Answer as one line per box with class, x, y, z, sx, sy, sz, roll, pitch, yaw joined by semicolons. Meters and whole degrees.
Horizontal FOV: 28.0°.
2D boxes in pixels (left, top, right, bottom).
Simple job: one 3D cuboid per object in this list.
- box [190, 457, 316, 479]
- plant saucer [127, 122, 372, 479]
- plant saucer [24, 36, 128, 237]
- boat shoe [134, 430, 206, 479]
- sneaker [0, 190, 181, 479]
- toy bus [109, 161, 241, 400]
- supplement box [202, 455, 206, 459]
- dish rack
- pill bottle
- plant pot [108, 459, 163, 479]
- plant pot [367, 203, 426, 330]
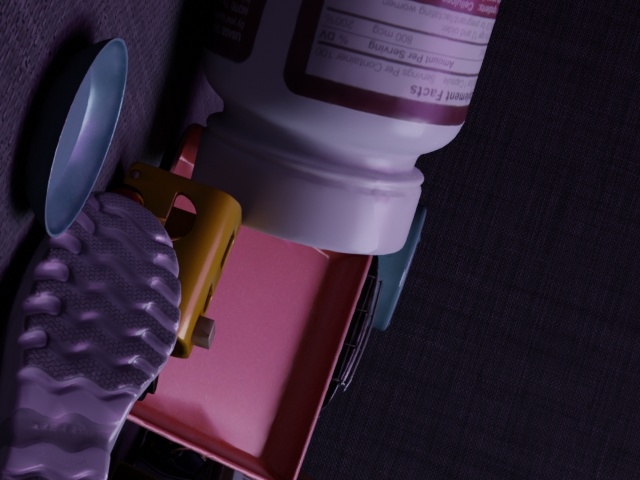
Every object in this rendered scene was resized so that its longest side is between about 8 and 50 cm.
box;-0.158;0.419;1.433;0.381;0.143;0.191;-51;-169;20
plant saucer;-0.084;0.066;1.168;0.048;0.258;0.259;1;-115;47
plant saucer;-0.141;-0.061;0.728;0.119;0.021;0.119;19;90;-87
boat shoe;-0.171;0.257;1.567;0.183;0.065;0.083;8;-96;57
sneaker;-0.172;0.097;0.775;0.115;0.105;0.281;-18;-132;48
toy bus;-0.126;0.048;0.945;0.191;0.104;0.202;-67;175;-61
supplement box;-0.195;0.297;1.781;0.080;0.078;0.233;-67;176;-62
dish rack;-0.056;0.082;1.340;0.074;0.271;0.208;39;64;-50
pill bottle;0.033;-0.202;1.034;0.224;0.224;0.392;-62;169;-76
plant pot;-0.215;0.313;1.432;0.083;0.081;0.081;-59;-174;39
plant pot;0.000;0.000;1.757;0.271;0.255;0.271;19;90;-89
